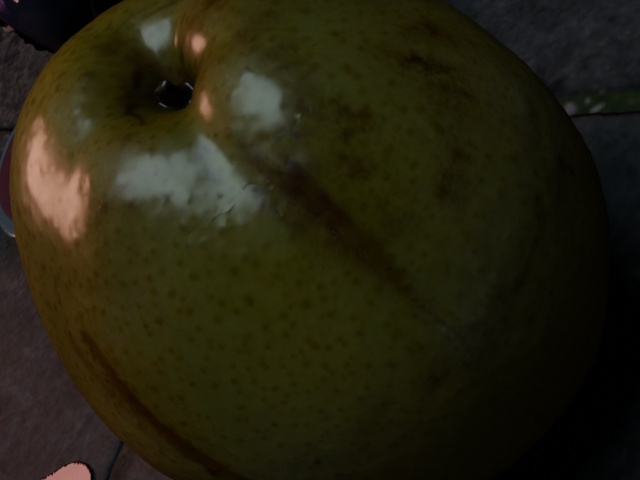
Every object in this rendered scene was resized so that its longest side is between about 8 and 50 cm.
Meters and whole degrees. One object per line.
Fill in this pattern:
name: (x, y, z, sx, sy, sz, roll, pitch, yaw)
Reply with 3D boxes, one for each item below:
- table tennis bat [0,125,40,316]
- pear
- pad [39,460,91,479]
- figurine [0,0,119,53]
table tennis bat: (-0.203, -0.038, 0.906, 0.153, 0.040, 0.244, -33, 48, 26)
pear: (0.000, 0.000, 0.610, 0.314, 0.314, 0.314, -23, 50, 30)
pad: (-0.265, 0.293, 0.880, 0.267, 0.004, 0.181, -33, 45, 23)
figurine: (-0.264, -0.264, 1.149, 0.145, 0.145, 0.222, -42, 39, 14)
